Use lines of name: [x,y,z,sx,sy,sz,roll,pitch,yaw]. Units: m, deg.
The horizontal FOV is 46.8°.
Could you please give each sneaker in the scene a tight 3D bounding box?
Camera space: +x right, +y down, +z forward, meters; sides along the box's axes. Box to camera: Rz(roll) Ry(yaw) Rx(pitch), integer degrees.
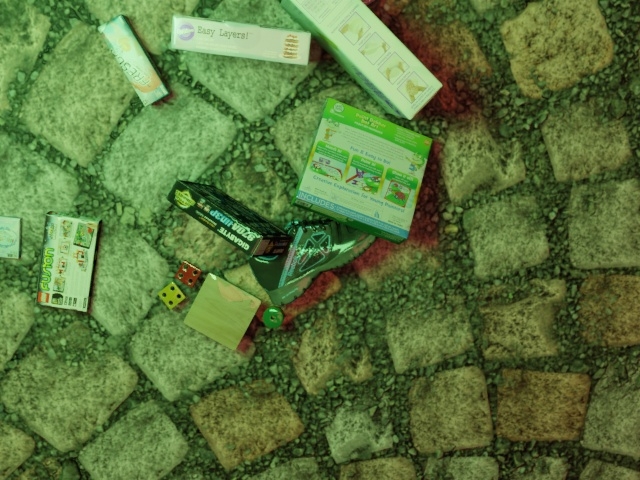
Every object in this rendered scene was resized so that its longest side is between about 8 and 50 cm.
sneaker: [0.000,0.000,1.610,0.341,0.125,0.139,-37,102,3]

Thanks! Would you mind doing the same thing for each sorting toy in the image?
sorting toy: [-0.224,0.151,1.660,0.275,0.046,0.132,28,100,0]

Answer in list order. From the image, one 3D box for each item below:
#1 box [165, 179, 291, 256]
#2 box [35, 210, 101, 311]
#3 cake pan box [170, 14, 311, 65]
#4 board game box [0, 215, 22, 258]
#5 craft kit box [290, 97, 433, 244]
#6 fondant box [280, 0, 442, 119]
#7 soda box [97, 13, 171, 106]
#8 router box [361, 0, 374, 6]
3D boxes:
box: [-0.185,-0.045,1.520,0.220,0.175,0.051,33,99,13]
box: [-0.552,0.046,1.620,0.114,0.036,0.206,10,102,-7]
cake pan box: [-0.154,-0.391,1.442,0.267,0.246,0.070,6,102,-7]
board game box: [-0.696,-0.010,1.603,0.090,0.020,0.090,6,103,-6]
craft kit box: [0.091,-0.147,1.559,0.250,0.061,0.246,21,71,-9]
fondant box: [0.072,-0.390,1.464,0.330,0.238,0.096,41,96,-12]
soda box: [-0.380,-0.368,1.522,0.058,0.063,0.183,-30,104,3]
router box: [0.101,-0.543,1.533,0.122,0.038,0.092,-33,104,3]
